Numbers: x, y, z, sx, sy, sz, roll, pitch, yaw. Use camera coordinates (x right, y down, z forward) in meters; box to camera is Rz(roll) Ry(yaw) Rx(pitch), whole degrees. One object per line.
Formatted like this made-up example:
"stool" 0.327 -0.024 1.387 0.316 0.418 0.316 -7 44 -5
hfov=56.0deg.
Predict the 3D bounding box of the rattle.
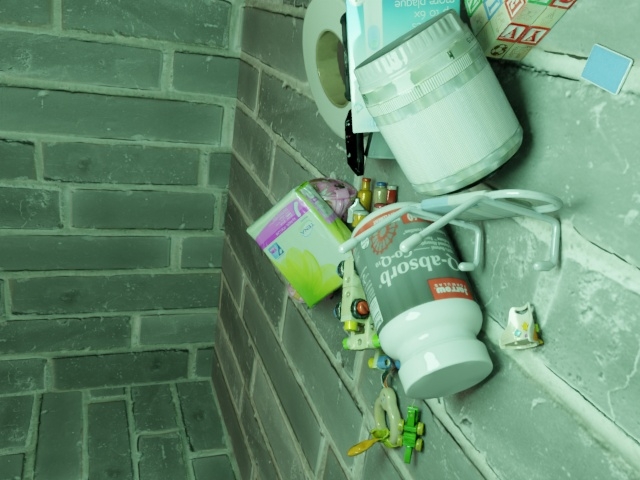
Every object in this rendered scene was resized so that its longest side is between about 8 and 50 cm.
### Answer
"rattle" 0.128 0.422 1.512 0.130 0.142 0.200 -111 17 -83

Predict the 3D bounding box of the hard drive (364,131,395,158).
"hard drive" 0.175 -0.234 1.388 0.022 0.135 0.094 -123 38 -52

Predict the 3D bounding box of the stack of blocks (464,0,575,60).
"stack of blocks" 0.328 -0.492 1.058 0.171 0.087 0.297 129 136 -59

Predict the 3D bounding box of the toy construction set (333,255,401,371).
"toy construction set" 0.130 0.145 1.448 0.151 0.215 0.328 -34 50 39

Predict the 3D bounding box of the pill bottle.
"pill bottle" 0.201 0.117 1.218 0.210 0.210 0.363 115 147 -48

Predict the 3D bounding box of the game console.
"game console" 0.077 -0.342 1.403 0.213 0.044 0.361 -77 -17 -70

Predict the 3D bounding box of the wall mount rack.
"wall mount rack" 0.218 -0.015 1.022 0.350 0.304 0.131 -6 74 65

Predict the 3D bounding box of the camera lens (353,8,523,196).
"camera lens" 0.210 -0.233 1.067 0.274 0.219 0.219 57 165 -16

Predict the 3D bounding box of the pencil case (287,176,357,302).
"pencil case" 0.000 0.000 1.813 0.167 0.160 0.386 20 116 20

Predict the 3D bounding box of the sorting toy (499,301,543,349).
"sorting toy" 0.355 0.149 1.057 0.083 0.044 0.075 138 136 -63

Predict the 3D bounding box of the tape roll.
"tape roll" 0.064 -0.464 1.609 0.392 0.072 0.392 51 152 42

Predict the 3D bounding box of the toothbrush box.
"toothbrush box" 0.163 -0.376 1.202 0.126 0.216 0.296 -78 -15 -67

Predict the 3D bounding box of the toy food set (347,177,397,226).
"toy food set" 0.132 -0.097 1.510 0.232 0.111 0.105 -40 -45 -76

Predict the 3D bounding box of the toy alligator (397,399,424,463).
"toy alligator" 0.215 0.424 1.406 0.051 0.056 0.190 -19 -67 -69

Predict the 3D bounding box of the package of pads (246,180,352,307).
"package of pads" -0.029 0.010 1.680 0.229 0.101 0.296 -38 93 32

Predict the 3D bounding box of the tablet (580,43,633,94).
"tablet" 0.430 -0.259 0.907 0.083 0.006 0.054 -120 36 -51
